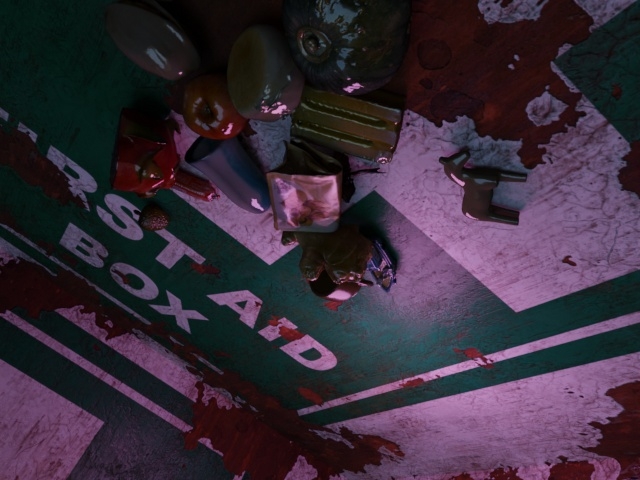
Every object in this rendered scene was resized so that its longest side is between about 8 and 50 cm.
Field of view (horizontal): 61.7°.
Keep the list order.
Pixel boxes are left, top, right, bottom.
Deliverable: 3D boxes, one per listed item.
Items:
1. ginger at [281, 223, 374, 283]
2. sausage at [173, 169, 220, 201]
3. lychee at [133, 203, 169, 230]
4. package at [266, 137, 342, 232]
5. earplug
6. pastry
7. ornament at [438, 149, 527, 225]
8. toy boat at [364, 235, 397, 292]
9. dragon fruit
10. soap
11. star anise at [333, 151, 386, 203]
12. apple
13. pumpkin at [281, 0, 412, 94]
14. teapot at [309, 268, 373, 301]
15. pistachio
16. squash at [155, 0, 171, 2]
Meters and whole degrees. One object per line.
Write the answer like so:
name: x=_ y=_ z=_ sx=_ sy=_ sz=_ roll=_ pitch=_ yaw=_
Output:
ginger: x=-0.011 y=0.023 z=1.823 sx=0.376 sy=0.236 sz=0.166 roll=17 pitch=172 yaw=29
sausage: x=-0.498 y=-0.211 z=1.981 sx=0.274 sy=0.074 sz=0.074 roll=25 pitch=141 yaw=3
lychee: x=-0.692 y=-0.093 z=2.190 sx=0.147 sy=0.114 sz=0.114 roll=22 pitch=145 yaw=-26
package: x=-0.042 y=-0.174 z=1.660 sx=0.222 sy=0.164 sz=0.311 roll=1 pitch=150 yaw=3
earplug: x=-0.281 y=-0.210 z=1.794 sx=0.185 sy=0.184 sz=0.324 roll=-7 pitch=135 yaw=35
pastry: x=-0.150 y=-0.435 z=1.417 sx=0.133 sy=0.264 sz=0.265 roll=-1 pitch=163 yaw=-43
ornament: x=0.454 y=-0.153 z=1.525 sx=0.245 sy=0.061 sz=0.230 roll=9 pitch=136 yaw=15
toy boat: x=0.207 y=0.096 z=1.909 sx=0.110 sy=0.098 sz=0.237 roll=-3 pitch=133 yaw=35
dragon fruit: x=-0.578 y=-0.290 z=1.805 sx=0.226 sy=0.305 sz=0.305 roll=10 pitch=147 yaw=-25
soap: x=0.072 y=-0.346 z=1.503 sx=0.315 sy=0.091 sz=0.199 roll=16 pitch=141 yaw=11
star anise: x=0.106 y=-0.210 z=1.671 sx=0.140 sy=0.144 sz=0.158 roll=-125 pitch=26 yaw=-43
apple: x=-0.309 y=-0.398 z=1.584 sx=0.210 sy=0.164 sz=0.209 roll=10 pitch=122 yaw=17
pumpkin: x=0.065 y=-0.503 z=1.201 sx=0.292 sy=0.257 sz=0.327 roll=31 pitch=149 yaw=14
teapot: x=0.087 y=0.137 z=1.963 sx=0.176 sy=0.185 sz=0.268 roll=16 pitch=176 yaw=-41
pistachio: x=-0.462 y=-0.566 z=1.490 sx=0.288 sy=0.166 sz=0.197 roll=36 pitch=151 yaw=-11
squash: x=-0.438 y=-0.736 z=1.401 sx=0.220 sy=0.041 sz=0.219 roll=19 pitch=140 yaw=17
